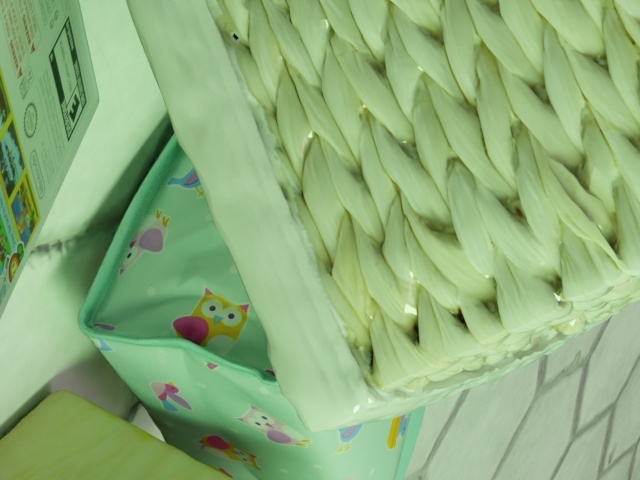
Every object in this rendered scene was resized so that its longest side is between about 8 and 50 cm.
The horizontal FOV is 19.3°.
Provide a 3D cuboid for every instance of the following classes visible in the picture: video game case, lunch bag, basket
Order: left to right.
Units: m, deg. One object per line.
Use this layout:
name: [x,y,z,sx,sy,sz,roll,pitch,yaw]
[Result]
video game case: [-0.149,-0.059,0.758,0.227,0.026,0.206,86,18,-52]
lunch bag: [0.000,0.000,1.069,0.223,0.160,0.262,69,39,-57]
basket: [0.103,-0.132,0.821,0.266,0.331,0.328,-27,173,27]

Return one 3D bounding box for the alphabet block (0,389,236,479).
alphabet block: [-0.125,0.233,0.986,0.197,0.192,0.193,-46,154,-41]
